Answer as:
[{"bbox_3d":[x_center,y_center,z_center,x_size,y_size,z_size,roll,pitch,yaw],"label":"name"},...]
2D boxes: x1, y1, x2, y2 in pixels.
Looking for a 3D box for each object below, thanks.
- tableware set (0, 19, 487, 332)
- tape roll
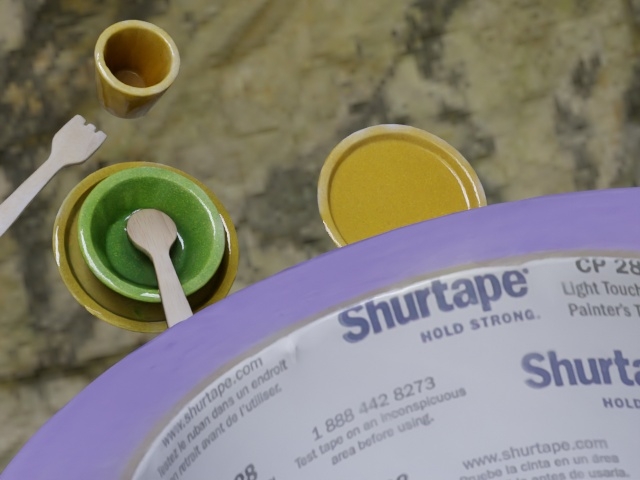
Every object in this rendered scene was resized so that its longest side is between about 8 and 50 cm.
[{"bbox_3d":[0.000,0.000,0.471,0.104,0.154,0.024,-54,-3,-29],"label":"tableware set"},{"bbox_3d":[0.034,0.066,0.342,0.189,0.080,0.189,-16,22,7],"label":"tape roll"}]
